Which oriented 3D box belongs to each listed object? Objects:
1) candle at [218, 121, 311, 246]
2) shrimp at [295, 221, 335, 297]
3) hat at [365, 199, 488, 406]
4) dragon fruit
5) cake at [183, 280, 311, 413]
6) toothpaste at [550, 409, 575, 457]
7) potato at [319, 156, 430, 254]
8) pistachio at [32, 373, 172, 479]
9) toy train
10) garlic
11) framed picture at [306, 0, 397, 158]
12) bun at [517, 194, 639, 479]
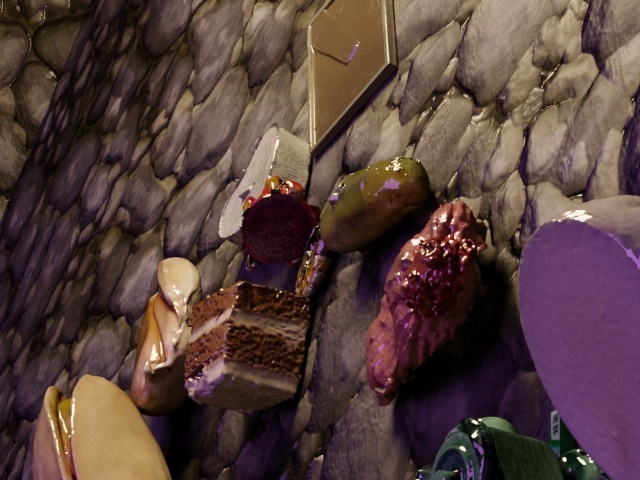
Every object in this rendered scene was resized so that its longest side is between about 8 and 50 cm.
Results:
[{"bbox_3d":[-0.078,-0.065,2.243,0.192,0.068,0.168,-61,22,17],"label":"candle"},{"bbox_3d":[0.000,0.000,2.070,0.161,0.034,0.091,-65,24,6],"label":"shrimp"},{"bbox_3d":[0.123,0.056,1.677,0.286,0.107,0.237,112,174,-76],"label":"hat"},{"bbox_3d":[-0.057,-0.026,2.133,0.068,0.112,0.126,-101,12,-70],"label":"dragon fruit"},{"bbox_3d":[-0.097,0.145,2.037,0.135,0.134,0.147,-33,51,52],"label":"cake"},{"bbox_3d":[0.228,0.199,1.449,0.017,0.020,0.083,-41,36,48],"label":"toothpaste"},{"bbox_3d":[0.066,-0.049,1.921,0.188,0.085,0.105,-26,48,49],"label":"potato"},{"bbox_3d":[-0.317,0.342,2.187,0.193,0.214,0.318,-25,68,5],"label":"pistachio"},{"bbox_3d":[0.166,0.301,1.333,0.299,0.167,0.238,-110,38,-54],"label":"toy train"},{"bbox_3d":[-0.221,0.165,2.302,0.228,0.110,0.217,-90,20,-56],"label":"garlic"},{"bbox_3d":[0.042,-0.286,2.251,0.213,0.016,0.289,-47,31,38],"label":"framed picture"},{"bbox_3d":[0.299,0.072,1.257,0.263,0.175,0.263,48,150,40],"label":"bun"}]
